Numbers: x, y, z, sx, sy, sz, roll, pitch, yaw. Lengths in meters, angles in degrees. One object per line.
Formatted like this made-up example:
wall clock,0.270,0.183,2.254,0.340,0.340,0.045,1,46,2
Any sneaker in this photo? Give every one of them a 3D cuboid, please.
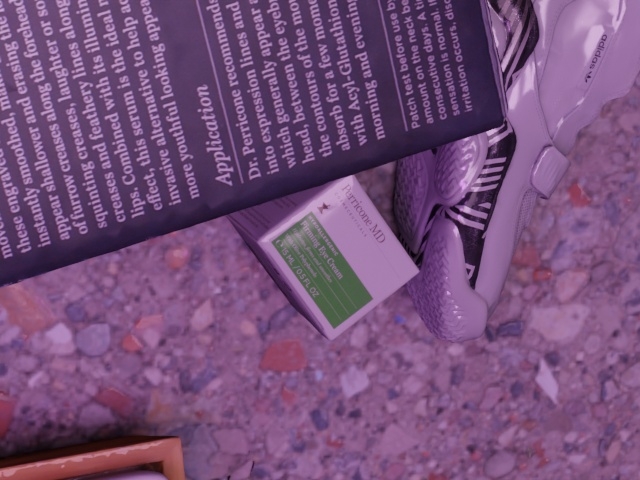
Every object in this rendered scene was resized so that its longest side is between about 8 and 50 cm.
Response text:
sneaker,0.180,-0.099,1.389,0.210,0.137,0.365,2,102,-16

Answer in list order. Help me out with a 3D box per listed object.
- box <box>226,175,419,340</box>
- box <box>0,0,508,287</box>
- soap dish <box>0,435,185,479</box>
box,0.000,0.000,1.380,0.087,0.102,0.101,-38,113,-6
box,-0.129,-0.142,1.189,0.396,0.293,0.212,-18,111,-12
soap dish,-0.207,0.288,1.390,0.229,0.118,0.290,-9,109,-16
